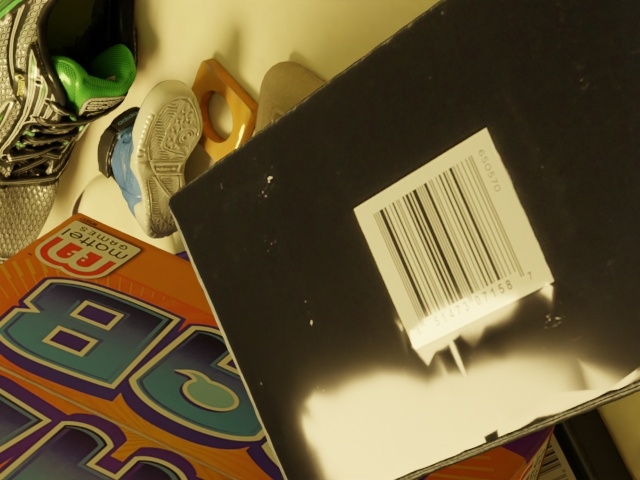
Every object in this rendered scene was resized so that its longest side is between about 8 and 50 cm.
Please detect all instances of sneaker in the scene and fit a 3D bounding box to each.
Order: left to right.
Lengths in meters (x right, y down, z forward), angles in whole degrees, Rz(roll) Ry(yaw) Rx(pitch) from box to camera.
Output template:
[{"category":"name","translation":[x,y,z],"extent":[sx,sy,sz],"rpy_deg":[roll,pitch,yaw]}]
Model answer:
[{"category":"sneaker","translation":[-0.224,-0.114,1.410],"extent":[0.146,0.134,0.343],"rpy_deg":[42,132,30]},{"category":"sneaker","translation":[-0.130,-0.078,1.355],"extent":[0.084,0.058,0.152],"rpy_deg":[52,155,31]}]

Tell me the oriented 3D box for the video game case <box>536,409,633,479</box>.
[{"category":"video game case","translation":[0.143,0.252,1.202],"extent":[0.248,0.035,0.274],"rpy_deg":[-36,77,49]}]

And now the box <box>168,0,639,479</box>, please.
[{"category":"box","translation":[0.161,-0.036,0.856],"extent":[0.343,0.313,0.179],"rpy_deg":[-31,80,49]}]

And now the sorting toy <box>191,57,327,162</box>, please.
[{"category":"sorting toy","translation":[0.000,0.000,1.262],"extent":[0.348,0.047,0.196],"rpy_deg":[37,129,35]}]

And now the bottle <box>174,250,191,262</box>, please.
[{"category":"bottle","translation":[-0.093,0.153,1.370],"extent":[0.092,0.118,0.282],"rpy_deg":[-22,86,50]}]

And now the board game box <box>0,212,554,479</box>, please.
[{"category":"board game box","translation":[-0.117,0.261,1.123],"extent":[0.356,0.356,0.356],"rpy_deg":[23,123,18]}]
